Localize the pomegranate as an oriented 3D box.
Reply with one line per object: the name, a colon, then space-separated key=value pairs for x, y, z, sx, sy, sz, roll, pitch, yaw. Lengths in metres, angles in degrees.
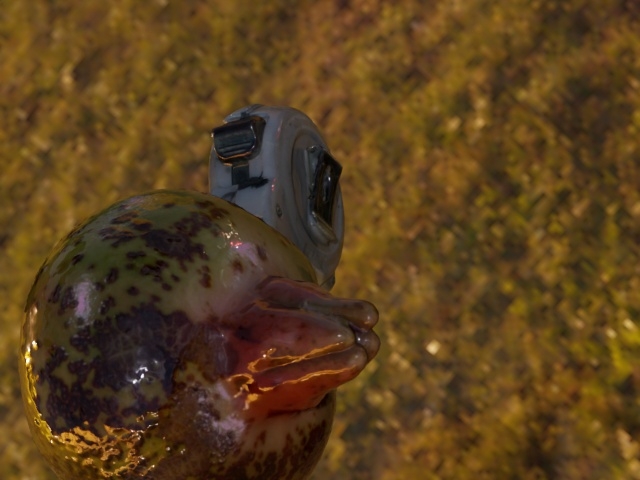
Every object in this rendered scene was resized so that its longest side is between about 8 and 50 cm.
pomegranate: x=-0.059 y=0.072 z=1.155 sx=0.248 sy=0.214 sz=0.214 roll=-10 pitch=49 yaw=40

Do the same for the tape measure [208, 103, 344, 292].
tape measure: x=0.001 y=0.001 z=1.566 sx=0.084 sy=0.330 sz=0.164 roll=-4 pitch=71 yaw=23
